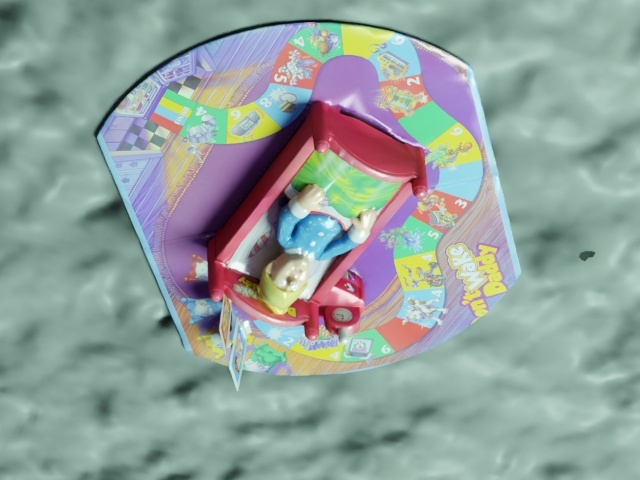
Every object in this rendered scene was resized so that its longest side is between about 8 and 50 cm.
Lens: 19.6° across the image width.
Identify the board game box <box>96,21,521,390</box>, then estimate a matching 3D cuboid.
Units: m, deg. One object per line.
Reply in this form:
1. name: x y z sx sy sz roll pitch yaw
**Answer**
1. board game box: 0.000 0.000 0.660 0.133 0.033 0.168 -11 132 7
